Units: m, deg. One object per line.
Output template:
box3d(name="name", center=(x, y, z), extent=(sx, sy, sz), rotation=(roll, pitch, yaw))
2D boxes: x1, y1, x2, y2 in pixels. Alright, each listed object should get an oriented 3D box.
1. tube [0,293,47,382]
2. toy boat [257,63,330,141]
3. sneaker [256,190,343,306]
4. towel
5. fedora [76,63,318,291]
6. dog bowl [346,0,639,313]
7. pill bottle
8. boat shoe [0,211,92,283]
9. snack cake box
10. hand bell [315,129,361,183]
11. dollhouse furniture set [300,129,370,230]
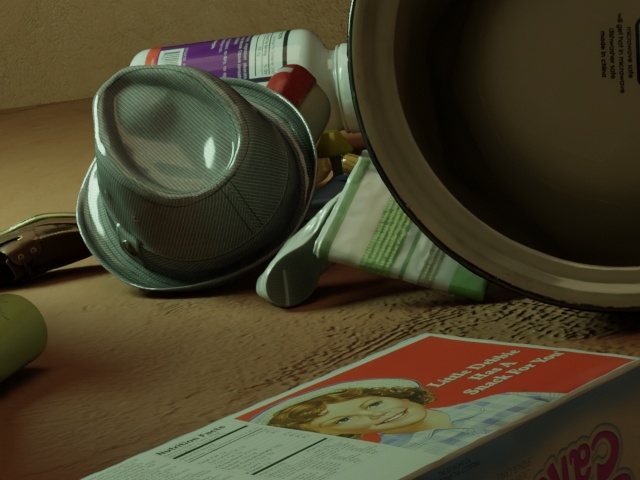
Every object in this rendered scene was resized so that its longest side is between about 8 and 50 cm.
box3d(name="tube", center=(-0.288, 0.106, 1.144), extent=(0.062, 0.070, 0.240), rotation=(36, 28, 7))
box3d(name="toy boat", center=(-0.102, -0.112, 1.627), extent=(0.231, 0.151, 0.151), rotation=(-36, 14, 30))
box3d(name="sneaker", center=(0.000, 0.000, 1.363), extent=(0.152, 0.054, 0.061), rotation=(-39, 13, -18))
box3d(name="towel", center=(0.083, -0.009, 1.301), extent=(0.152, 0.023, 0.113), rotation=(16, 58, 18))
box3d(name="fedora", center=(-0.136, -0.082, 1.460), extent=(0.243, 0.124, 0.275), rotation=(-37, 52, -6))
box3d(name="dog bowl", center=(0.233, -0.141, 1.192), extent=(0.408, 0.408, 0.150), rotation=(-6, -8, 11))
box3d(name="pill bottle", center=(-0.096, -0.194, 2.142), extent=(0.323, 0.181, 0.181), rotation=(-6, 12, 9))
box3d(name="boat shoe", center=(-0.308, 0.018, 1.593), extent=(0.178, 0.064, 0.060), rotation=(-11, 42, -6))
box3d(name="snack cake box", center=(0.027, 0.126, 0.740), extent=(0.264, 0.089, 0.152), rotation=(-19, 14, -42))
box3d(name="hand bell", center=(0.034, -0.092, 1.814), extent=(0.242, 0.126, 0.126), rotation=(13, 21, 31))
box3d(name="dollhouse furniture set", center=(0.066, -0.096, 1.516), extent=(0.303, 0.198, 0.286), rotation=(-2, 13, 32))
